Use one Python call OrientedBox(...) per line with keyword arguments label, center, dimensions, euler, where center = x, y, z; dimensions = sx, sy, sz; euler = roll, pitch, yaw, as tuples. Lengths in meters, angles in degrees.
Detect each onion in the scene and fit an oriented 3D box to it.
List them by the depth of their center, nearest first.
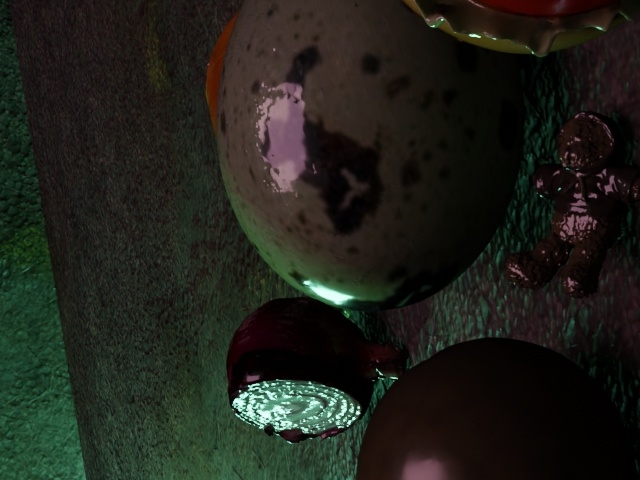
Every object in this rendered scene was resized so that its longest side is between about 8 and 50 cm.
OrientedBox(label="onion", center=(0.004, 0.138, 1.907), dimensions=(0.218, 0.195, 0.140), euler=(-18, 48, 27))

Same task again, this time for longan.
OrientedBox(label="longan", center=(0.153, 0.213, 1.433), dimensions=(0.258, 0.258, 0.258), euler=(173, 90, -68))

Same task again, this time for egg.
OrientedBox(label="egg", center=(0.047, -0.124, 1.530), dimensions=(0.287, 0.287, 0.379), euler=(178, 99, -68))

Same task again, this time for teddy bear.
OrientedBox(label="teddy bear", center=(0.227, -0.027, 1.404), dimensions=(0.119, 0.078, 0.160), euler=(12, 86, 49))

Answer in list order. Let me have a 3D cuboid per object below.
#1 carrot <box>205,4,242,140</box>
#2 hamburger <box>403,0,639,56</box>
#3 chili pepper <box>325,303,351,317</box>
OrientedBox(label="carrot", center=(-0.012, -0.101, 1.785), dimensions=(0.214, 0.193, 0.331), euler=(-40, 57, 21))
OrientedBox(label="hamburger", center=(0.151, -0.269, 1.265), dimensions=(0.212, 0.274, 0.274), euler=(98, 155, -56))
OrientedBox(label="chili pepper", center=(0.000, 0.000, 1.988), dimensions=(0.052, 0.050, 0.202), euler=(-18, 82, 51))
